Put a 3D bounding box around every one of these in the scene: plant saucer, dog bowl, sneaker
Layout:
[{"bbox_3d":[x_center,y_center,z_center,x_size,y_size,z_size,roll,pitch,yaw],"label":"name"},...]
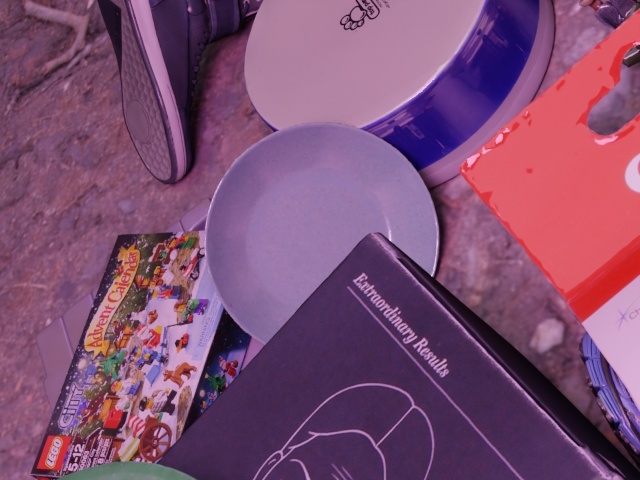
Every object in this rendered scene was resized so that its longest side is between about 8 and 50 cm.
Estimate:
[{"bbox_3d":[0.000,0.000,1.431,0.195,0.195,0.037,-53,7,-3],"label":"plant saucer"},{"bbox_3d":[0.066,-0.175,1.524,0.265,0.104,0.265,-22,49,28],"label":"dog bowl"},{"bbox_3d":[-0.118,-0.178,1.699,0.086,0.163,0.226,-3,100,55],"label":"sneaker"},{"bbox_3d":[0.231,0.071,1.234,0.087,0.083,0.221,-22,52,17],"label":"sneaker"}]

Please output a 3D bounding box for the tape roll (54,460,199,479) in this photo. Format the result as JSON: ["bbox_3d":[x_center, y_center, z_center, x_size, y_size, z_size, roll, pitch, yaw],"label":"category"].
[{"bbox_3d":[-0.138,0.299,1.075,0.321,0.077,0.321,-22,50,28],"label":"tape roll"}]

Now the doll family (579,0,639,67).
[{"bbox_3d":[0.298,-0.216,1.352,0.193,0.111,0.076,-50,4,39],"label":"doll family"}]

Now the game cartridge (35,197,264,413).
[{"bbox_3d":[-0.120,0.150,1.491,0.230,0.068,0.355,-41,43,16],"label":"game cartridge"}]

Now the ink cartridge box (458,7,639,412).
[{"bbox_3d":[0.303,-0.018,1.125,0.308,0.091,0.385,-41,67,9],"label":"ink cartridge box"}]

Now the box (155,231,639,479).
[{"bbox_3d":[0.028,0.250,1.180,0.395,0.212,0.293,-47,42,5],"label":"box"}]

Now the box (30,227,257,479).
[{"bbox_3d":[-0.140,0.103,1.466,0.159,0.044,0.233,-2,60,38],"label":"box"}]
